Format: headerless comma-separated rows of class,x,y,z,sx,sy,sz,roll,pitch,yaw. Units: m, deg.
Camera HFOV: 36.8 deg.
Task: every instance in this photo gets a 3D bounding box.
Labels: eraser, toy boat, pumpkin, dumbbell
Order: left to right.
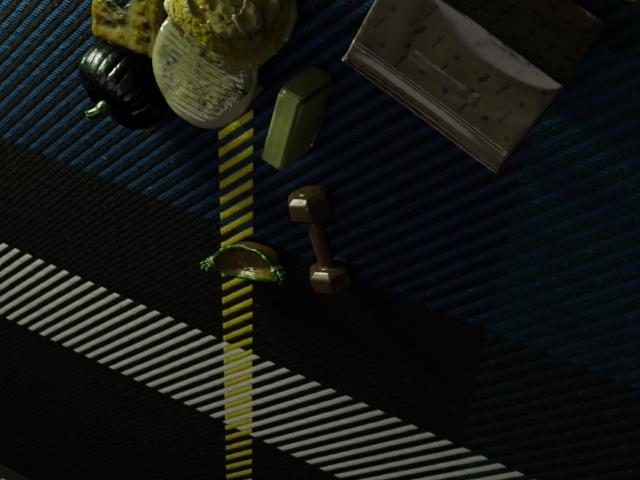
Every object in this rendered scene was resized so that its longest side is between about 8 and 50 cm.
pumpkin,-0.388,-0.306,1.908,0.194,0.150,0.194,8,156,3
toy boat,-0.154,0.054,2.069,0.230,0.088,0.088,6,125,32
eraser,-0.043,-0.224,1.758,0.058,0.117,0.172,34,136,14
dumbbell,0.000,0.000,1.926,0.082,0.092,0.230,30,144,53

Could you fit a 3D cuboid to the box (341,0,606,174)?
box,0.232,-0.296,1.433,0.297,0.225,0.190,38,136,3

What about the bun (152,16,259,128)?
bun,-0.203,-0.329,1.771,0.210,0.116,0.237,20,102,7

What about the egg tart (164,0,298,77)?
egg tart,-0.158,-0.409,1.648,0.232,0.098,0.252,-12,95,5

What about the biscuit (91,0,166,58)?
biscuit,-0.373,-0.447,1.871,0.183,0.039,0.174,21,134,19

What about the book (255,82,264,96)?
book,-0.198,-0.326,1.862,0.172,0.012,0.118,46,135,-4
